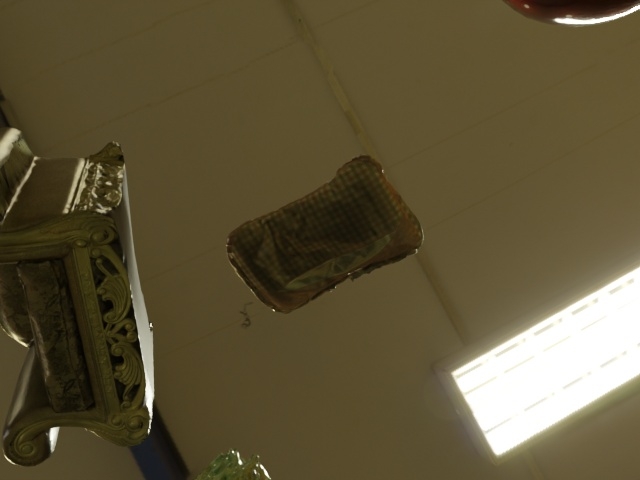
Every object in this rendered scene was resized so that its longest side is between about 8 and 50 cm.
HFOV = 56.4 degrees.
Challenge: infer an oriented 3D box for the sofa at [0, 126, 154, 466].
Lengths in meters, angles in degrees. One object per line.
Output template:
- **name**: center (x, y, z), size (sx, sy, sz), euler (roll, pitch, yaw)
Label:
- **sofa**: center (-0.254, 0.048, 0.533), size (0.182, 0.200, 0.258), euler (-7, -63, -14)

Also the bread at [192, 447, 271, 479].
- **bread**: center (-0.094, 0.318, 0.649), size (0.064, 0.232, 0.172), euler (-9, -117, 35)

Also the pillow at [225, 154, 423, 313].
- **pillow**: center (0.001, 0.002, 0.675), size (0.211, 0.034, 0.135), euler (-30, -63, 17)

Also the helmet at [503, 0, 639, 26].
- **helmet**: center (0.225, -0.281, 0.498), size (0.189, 0.216, 0.193), euler (-5, -64, -1)
